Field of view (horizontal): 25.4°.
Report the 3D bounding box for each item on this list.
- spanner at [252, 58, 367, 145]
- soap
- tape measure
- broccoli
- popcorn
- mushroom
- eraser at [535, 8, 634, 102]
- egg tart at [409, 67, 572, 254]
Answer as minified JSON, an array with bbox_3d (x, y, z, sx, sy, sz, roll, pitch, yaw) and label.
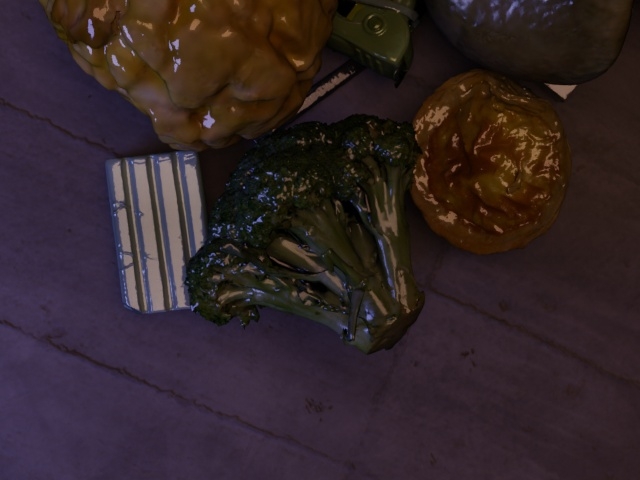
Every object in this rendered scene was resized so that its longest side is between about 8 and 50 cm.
[{"bbox_3d":[-0.004,-0.190,1.830,0.254,0.015,0.054,-36,91,-7],"label":"spanner"},{"bbox_3d":[-0.198,-0.010,1.775,0.119,0.066,0.198,-7,89,-6],"label":"soap"},{"bbox_3d":[0.054,-0.297,1.797,0.177,0.087,0.154,27,81,13],"label":"tape measure"},{"bbox_3d":[0.000,0.000,1.661,0.304,0.321,0.283,-27,70,-29],"label":"broccoli"},{"bbox_3d":[-0.142,-0.313,1.649,0.354,0.344,0.390,-40,76,-3],"label":"popcorn"},{"bbox_3d":[0.246,-0.313,1.658,0.212,0.217,0.292,0,117,-25],"label":"mushroom"},{"bbox_3d":[0.274,-0.311,1.855,0.230,0.038,0.157,38,85,-5],"label":"eraser"},{"bbox_3d":[0.205,-0.098,1.796,0.241,0.106,0.241,0,90,-21],"label":"egg tart"}]
